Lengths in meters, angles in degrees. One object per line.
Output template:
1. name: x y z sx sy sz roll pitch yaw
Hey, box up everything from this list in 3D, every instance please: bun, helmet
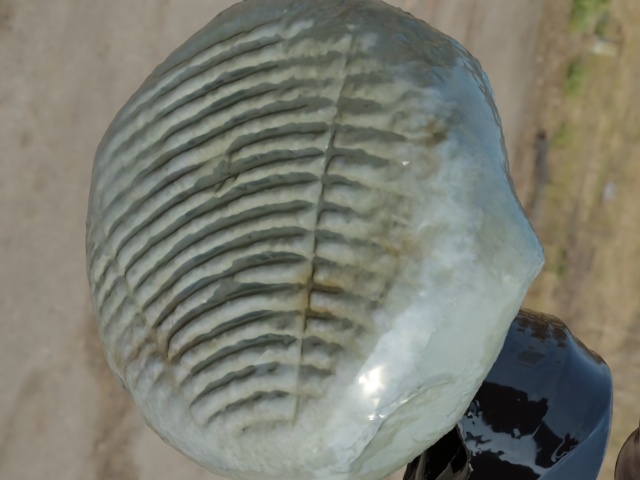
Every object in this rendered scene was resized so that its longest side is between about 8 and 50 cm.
1. bun: 0.000 0.006 1.153 0.194 0.354 0.355 15 89 -47
2. helmet: 0.178 0.199 1.667 0.225 0.177 0.305 -90 -169 -59

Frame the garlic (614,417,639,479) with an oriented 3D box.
1. garlic: 0.329 0.170 1.256 0.245 0.244 0.161 82 -10 -57
